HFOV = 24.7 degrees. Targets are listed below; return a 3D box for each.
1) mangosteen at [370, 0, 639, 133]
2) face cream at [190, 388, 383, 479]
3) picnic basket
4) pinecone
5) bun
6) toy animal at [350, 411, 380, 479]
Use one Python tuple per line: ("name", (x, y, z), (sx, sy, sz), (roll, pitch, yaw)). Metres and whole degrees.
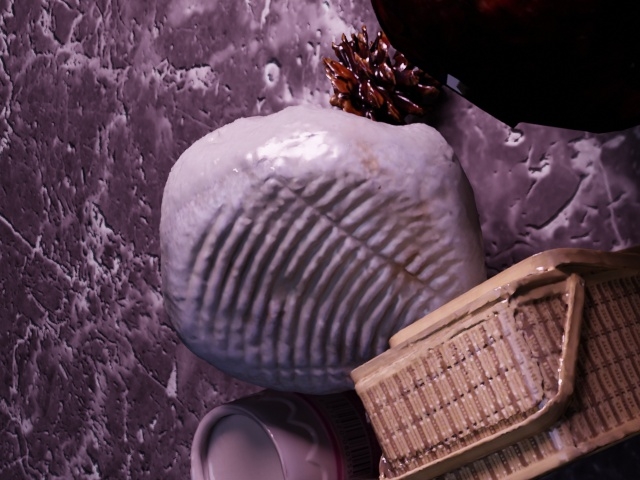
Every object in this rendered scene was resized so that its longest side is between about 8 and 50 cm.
("mangosteen", (0.197, -0.276, 1.248), (0.421, 0.381, 0.381), (23, 112, 51))
("face cream", (-0.024, 0.249, 1.668), (0.175, 0.195, 0.175), (6, 99, 45))
("picnic basket", (0.204, 0.120, 1.343), (0.228, 0.313, 0.175), (-35, 74, 42))
("pinecone", (0.069, -0.165, 1.563), (0.121, 0.140, 0.140), (-30, 73, 9))
("bun", (0.006, 0.002, 1.503), (0.354, 0.354, 0.194), (-58, 17, 33))
("toy animal", (0.112, 0.220, 1.548), (0.148, 0.084, 0.233), (17, 136, 3))
